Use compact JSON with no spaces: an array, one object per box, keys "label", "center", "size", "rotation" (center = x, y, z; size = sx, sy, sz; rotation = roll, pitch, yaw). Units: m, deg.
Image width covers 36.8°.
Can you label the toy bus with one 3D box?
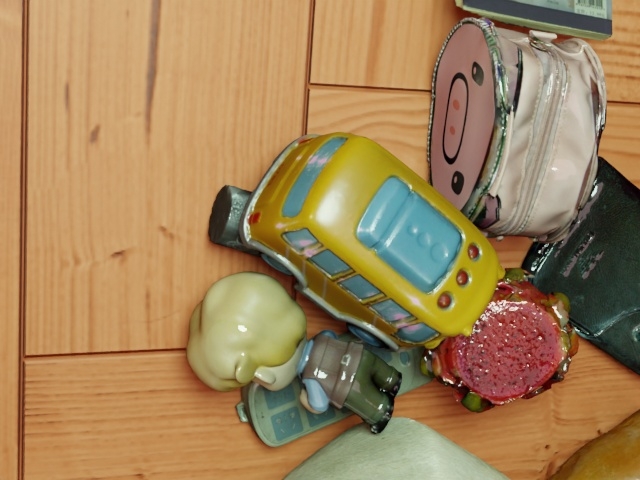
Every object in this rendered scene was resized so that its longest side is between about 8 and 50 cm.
[{"label":"toy bus","center":[0.051,0.003,0.809],"size":[0.209,0.136,0.126],"rotation":[39,71,-18]}]

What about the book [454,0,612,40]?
[{"label":"book","center":[0.196,-0.306,0.886],"size":[0.157,0.026,0.231],"rotation":[6,79,-20]}]

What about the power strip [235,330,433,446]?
[{"label":"power strip","center":[0.026,0.132,0.947],"size":[0.227,0.029,0.080],"rotation":[-20,108,-17]}]

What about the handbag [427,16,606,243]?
[{"label":"handbag","center":[0.172,-0.097,0.879],"size":[0.116,0.179,0.205],"rotation":[3,114,-14]}]

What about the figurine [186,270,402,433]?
[{"label":"figurine","center":[-0.023,0.102,0.863],"size":[0.196,0.108,0.114],"rotation":[27,61,-11]}]

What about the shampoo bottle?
[{"label":"shampoo bottle","center":[0.000,0.001,0.895],"size":[0.208,0.057,0.063],"rotation":[17,84,-25]}]

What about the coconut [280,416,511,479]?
[{"label":"coconut","center":[0.060,0.285,0.882],"size":[0.266,0.237,0.237],"rotation":[32,88,-31]}]

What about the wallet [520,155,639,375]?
[{"label":"wallet","center":[0.367,0.056,1.060],"size":[0.318,0.045,0.172],"rotation":[33,87,-23]}]

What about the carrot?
[{"label":"carrot","center":[0.301,0.298,1.042],"size":[0.225,0.159,0.159],"rotation":[-28,110,-4]}]

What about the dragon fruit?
[{"label":"dragon fruit","center":[0.189,0.096,0.954],"size":[0.208,0.150,0.133],"rotation":[5,113,-47]}]
